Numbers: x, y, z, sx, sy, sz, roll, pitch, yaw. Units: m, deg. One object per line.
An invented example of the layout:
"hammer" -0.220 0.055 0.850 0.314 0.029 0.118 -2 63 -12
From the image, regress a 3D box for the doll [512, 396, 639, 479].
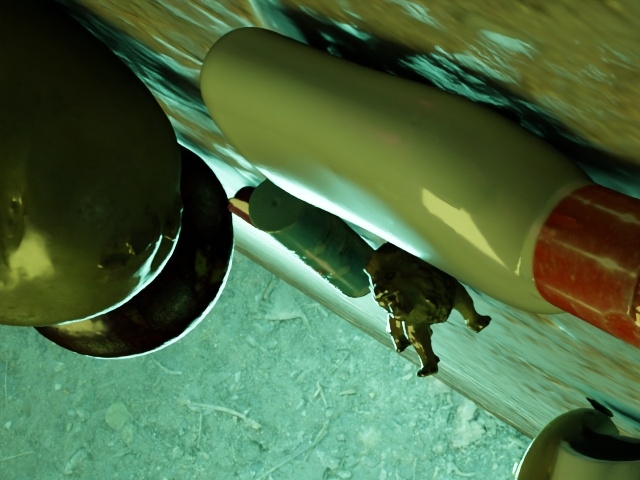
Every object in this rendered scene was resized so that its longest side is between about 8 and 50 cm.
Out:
"doll" 0.254 0.205 0.950 0.208 0.144 0.271 13 177 5

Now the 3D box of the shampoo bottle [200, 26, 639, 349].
"shampoo bottle" 0.046 -0.017 0.436 0.221 0.051 0.108 29 171 48

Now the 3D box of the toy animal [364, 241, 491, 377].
"toy animal" 0.078 0.053 0.910 0.086 0.069 0.220 55 176 15

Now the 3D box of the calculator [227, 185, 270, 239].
"calculator" -0.030 -0.011 1.194 0.127 0.034 0.190 33 -179 -4

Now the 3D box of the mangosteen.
"mangosteen" -0.212 -0.019 1.203 0.231 0.231 0.289 31 166 35

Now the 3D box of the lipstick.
"lipstick" 0.000 0.000 0.978 0.048 0.048 0.158 31 175 32

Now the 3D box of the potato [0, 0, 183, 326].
"potato" -0.246 -0.070 0.869 0.326 0.221 0.243 31 167 -6
